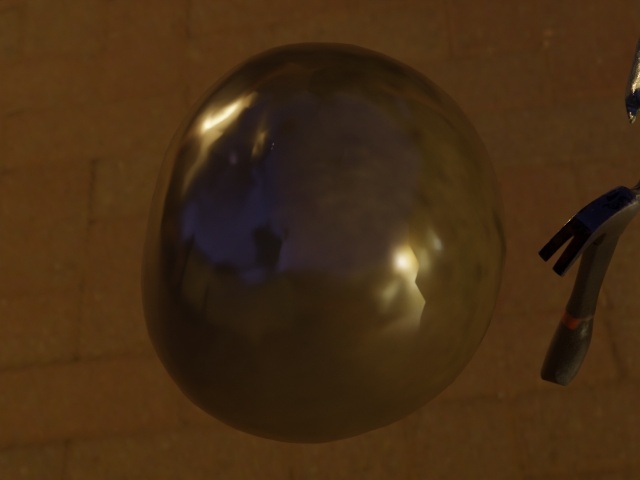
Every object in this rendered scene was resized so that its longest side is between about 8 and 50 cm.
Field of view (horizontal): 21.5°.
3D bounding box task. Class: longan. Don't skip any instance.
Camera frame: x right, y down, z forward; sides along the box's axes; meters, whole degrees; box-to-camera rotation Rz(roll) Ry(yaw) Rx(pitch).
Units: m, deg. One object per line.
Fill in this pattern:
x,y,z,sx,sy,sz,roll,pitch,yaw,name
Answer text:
0.000,0.000,1.474,0.361,0.361,0.361,-6,41,6,longan

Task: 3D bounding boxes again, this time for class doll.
0.255,-0.140,1.286,0.037,0.027,0.125,-24,39,48,doll

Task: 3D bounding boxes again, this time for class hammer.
0.267,0.057,1.729,0.137,0.290,0.037,-24,56,-27,hammer
